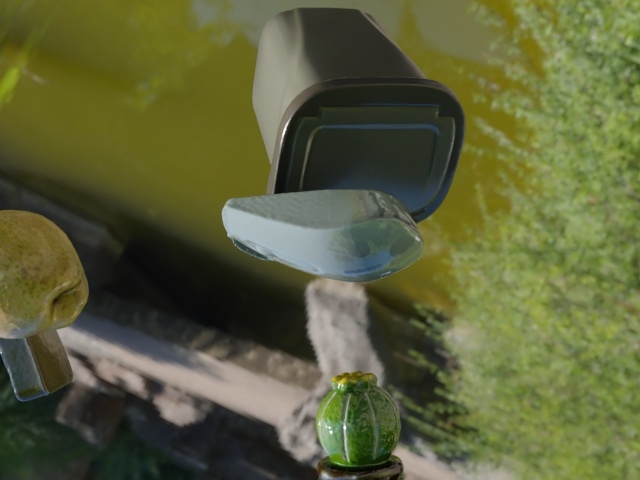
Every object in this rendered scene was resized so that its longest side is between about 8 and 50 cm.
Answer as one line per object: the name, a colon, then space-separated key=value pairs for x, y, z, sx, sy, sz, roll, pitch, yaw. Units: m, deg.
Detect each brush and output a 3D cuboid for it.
brush: x=-0.446 y=0.139 z=1.970 sx=0.123 sy=0.059 sz=0.197 roll=-34 pitch=-80 yaw=-83

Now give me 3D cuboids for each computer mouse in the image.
computer mouse: x=0.000 y=0.000 z=1.438 sx=0.231 sy=0.079 sz=0.128 roll=-3 pitch=149 yaw=24

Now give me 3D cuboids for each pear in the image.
pear: x=-0.376 y=0.045 z=1.655 sx=0.178 sy=0.178 sz=0.178 roll=24 pitch=164 yaw=7

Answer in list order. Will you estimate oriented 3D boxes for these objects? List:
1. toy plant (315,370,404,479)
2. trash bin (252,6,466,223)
toy plant: x=0.039 y=0.214 z=1.338 sx=0.093 sy=0.162 sz=0.093 roll=-5 pitch=-174 yaw=1
trash bin: x=0.026 y=-0.153 z=1.585 sx=0.220 sy=0.219 sz=0.250 roll=0 pitch=-144 yaw=-18
